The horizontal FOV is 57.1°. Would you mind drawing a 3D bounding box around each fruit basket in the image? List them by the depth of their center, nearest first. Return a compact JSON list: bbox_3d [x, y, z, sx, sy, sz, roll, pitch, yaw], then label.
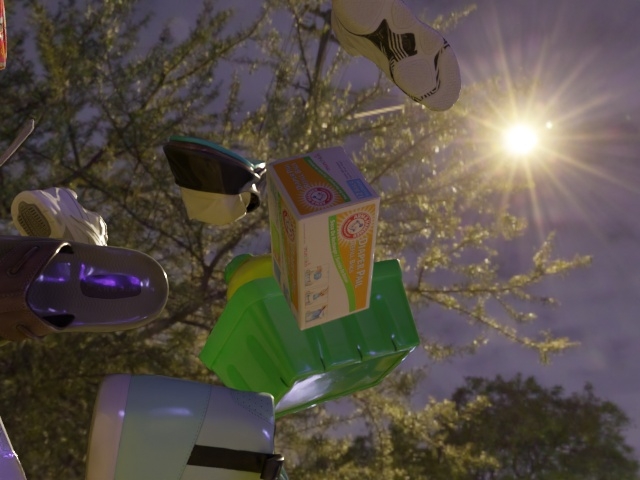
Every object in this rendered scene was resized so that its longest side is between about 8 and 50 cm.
[{"bbox_3d":[-0.050,0.122,1.112,0.391,0.392,0.283,20,-49,-17],"label":"fruit basket"}]

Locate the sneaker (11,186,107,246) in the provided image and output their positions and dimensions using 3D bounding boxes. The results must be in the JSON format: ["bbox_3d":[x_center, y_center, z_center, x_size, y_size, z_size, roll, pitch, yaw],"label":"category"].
[{"bbox_3d":[-0.351,0.016,0.886,0.090,0.115,0.232,-19,-77,27],"label":"sneaker"}]

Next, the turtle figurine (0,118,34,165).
[{"bbox_3d":[-0.526,-0.097,0.772,0.197,0.275,0.266,30,-46,-19],"label":"turtle figurine"}]

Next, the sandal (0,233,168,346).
[{"bbox_3d":[-0.274,0.045,0.571,0.086,0.120,0.302,-10,-4,43],"label":"sandal"}]

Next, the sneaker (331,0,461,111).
[{"bbox_3d":[0.160,-0.440,1.323,0.366,0.210,0.137,42,-84,-14],"label":"sneaker"}]

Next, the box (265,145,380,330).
[{"bbox_3d":[0.000,0.000,0.753,0.103,0.114,0.203,-16,-44,-16],"label":"box"}]

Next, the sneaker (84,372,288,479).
[{"bbox_3d":[-0.098,0.228,0.439,0.151,0.094,0.256,6,-78,-13],"label":"sneaker"}]

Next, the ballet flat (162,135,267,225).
[{"bbox_3d":[-0.121,-0.068,0.756,0.095,0.096,0.280,11,4,11],"label":"ballet flat"}]

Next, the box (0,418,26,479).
[{"bbox_3d":[-0.481,0.328,0.776,0.181,0.119,0.181,-19,-87,43],"label":"box"}]

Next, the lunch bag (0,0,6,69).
[{"bbox_3d":[-0.674,-0.462,1.113,0.120,0.258,0.293,-24,-15,-33],"label":"lunch bag"}]
